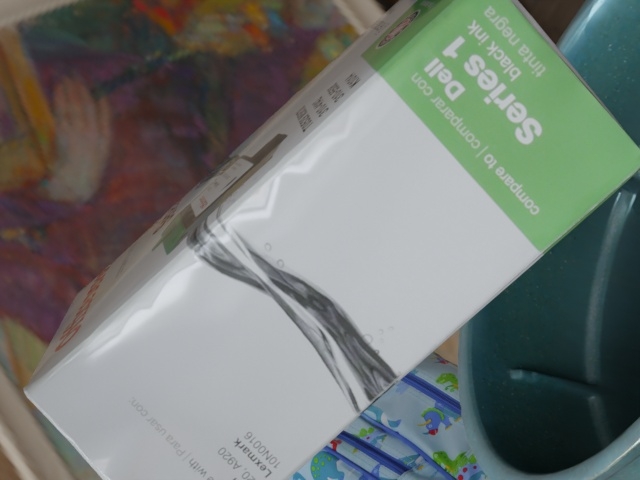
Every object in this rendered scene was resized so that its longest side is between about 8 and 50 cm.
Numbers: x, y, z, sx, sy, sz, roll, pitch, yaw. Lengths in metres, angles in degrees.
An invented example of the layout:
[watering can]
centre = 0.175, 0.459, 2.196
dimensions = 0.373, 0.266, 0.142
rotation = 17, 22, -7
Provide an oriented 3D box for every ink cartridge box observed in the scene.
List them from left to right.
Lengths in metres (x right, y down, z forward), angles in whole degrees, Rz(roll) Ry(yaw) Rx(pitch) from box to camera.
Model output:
[ink cartridge box]
centre = 0.000, 0.000, 0.549
dimensions = 0.219, 0.092, 0.160
rotation = -42, -170, 5

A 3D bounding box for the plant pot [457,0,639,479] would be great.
[plant pot]
centre = 0.304, 0.024, 0.791
dimensions = 0.334, 0.341, 0.341
rotation = 19, 113, -14

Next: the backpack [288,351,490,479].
[backpack]
centre = 0.101, 0.238, 1.322
dimensions = 0.273, 0.355, 0.290
rotation = -26, 132, -13
